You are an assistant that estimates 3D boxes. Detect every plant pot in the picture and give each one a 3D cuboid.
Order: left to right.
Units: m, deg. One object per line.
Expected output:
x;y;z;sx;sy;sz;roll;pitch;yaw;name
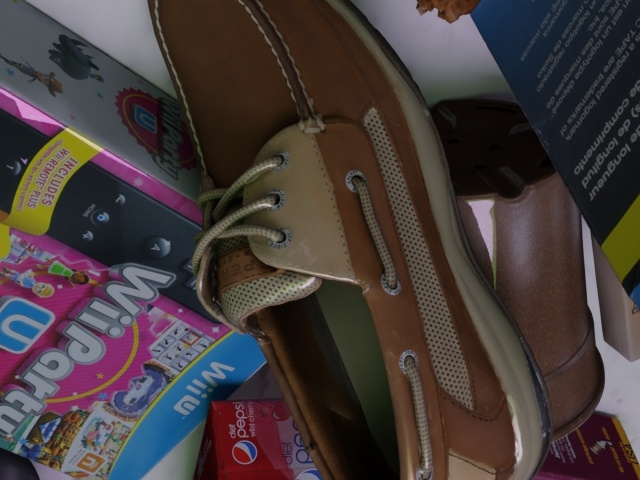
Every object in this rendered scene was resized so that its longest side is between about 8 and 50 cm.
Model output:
0.090;0.014;0.697;0.166;0.167;0.165;-8;122;-5;plant pot

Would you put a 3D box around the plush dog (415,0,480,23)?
0.023;-0.219;0.452;0.210;0.225;0.262;-32;126;14;plush dog

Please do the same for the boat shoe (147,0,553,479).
0.000;0.000;0.582;0.120;0.324;0.122;-25;173;-44;boat shoe

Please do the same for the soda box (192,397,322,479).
-0.040;0.189;0.786;0.092;0.084;0.263;-2;152;-12;soda box

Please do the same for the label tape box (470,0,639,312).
0.203;-0.109;0.502;0.105;0.334;0.241;17;123;-22;label tape box

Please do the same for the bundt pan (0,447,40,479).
-0.323;0.199;0.761;0.330;0.124;0.331;-2;136;-2;bundt pan

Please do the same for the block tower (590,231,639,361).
0.327;-0.019;0.684;0.335;0.097;0.091;-22;120;-13;block tower

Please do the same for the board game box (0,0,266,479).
-0.174;0.002;0.672;0.303;0.098;0.224;31;117;-30;board game box

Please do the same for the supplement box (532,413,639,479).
0.136;0.180;0.876;0.188;0.081;0.104;14;124;-20;supplement box
